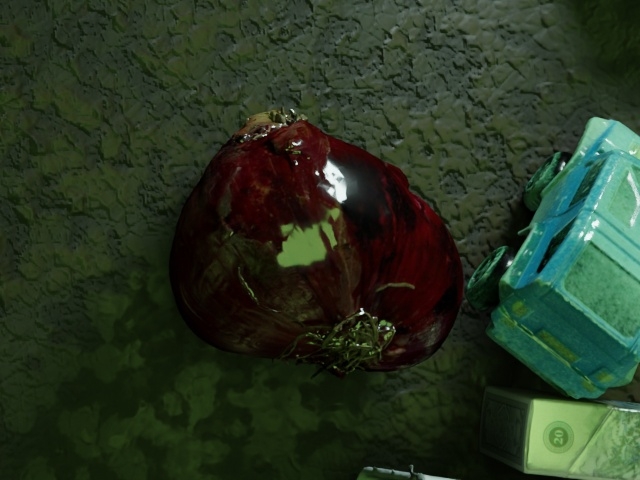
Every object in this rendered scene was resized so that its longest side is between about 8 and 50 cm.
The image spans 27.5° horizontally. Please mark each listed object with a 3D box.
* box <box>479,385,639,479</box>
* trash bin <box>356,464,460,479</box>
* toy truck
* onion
[{"bbox_3d":[0.293,0.187,1.224,0.256,0.164,0.069,7,87,-7],"label":"box"},{"bbox_3d":[0.197,0.316,1.110,0.367,0.296,0.256,15,81,-15],"label":"trash bin"},{"bbox_3d":[0.255,0.011,1.198,0.155,0.156,0.279,39,51,-4],"label":"toy truck"},{"bbox_3d":[0.004,0.015,1.177,0.281,0.281,0.221,29,126,-5],"label":"onion"}]
